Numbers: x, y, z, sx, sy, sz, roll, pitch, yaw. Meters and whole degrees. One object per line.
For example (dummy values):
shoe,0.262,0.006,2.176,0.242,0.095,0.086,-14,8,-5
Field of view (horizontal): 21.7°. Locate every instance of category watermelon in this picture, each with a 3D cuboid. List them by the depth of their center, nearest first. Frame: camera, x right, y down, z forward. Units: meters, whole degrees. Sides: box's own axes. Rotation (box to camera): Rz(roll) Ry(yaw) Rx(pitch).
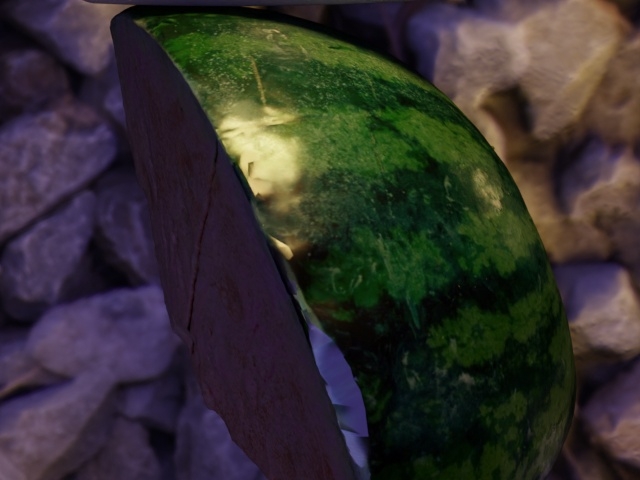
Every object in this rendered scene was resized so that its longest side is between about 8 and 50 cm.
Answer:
watermelon,0.032,-0.002,0.981,0.222,0.319,0.292,-12,104,-20

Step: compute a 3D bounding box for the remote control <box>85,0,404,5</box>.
remote control,-0.037,-0.179,0.986,0.230,0.049,0.090,-1,67,2
